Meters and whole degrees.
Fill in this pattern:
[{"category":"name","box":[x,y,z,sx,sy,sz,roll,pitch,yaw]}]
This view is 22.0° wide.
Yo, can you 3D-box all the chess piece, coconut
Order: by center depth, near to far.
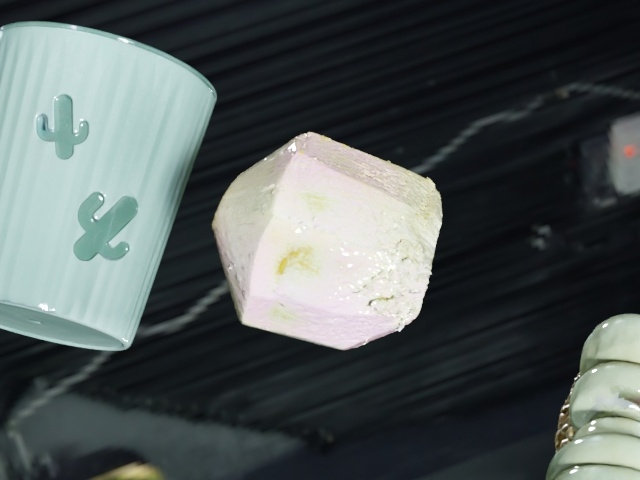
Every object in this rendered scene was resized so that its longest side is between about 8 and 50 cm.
[{"category":"chess piece","box":[0.277,0.172,1.524,0.243,0.133,0.133,-74,162,-44]},{"category":"coconut","box":[0.000,0.000,1.847,0.233,0.245,0.233,-163,-90,-82]}]

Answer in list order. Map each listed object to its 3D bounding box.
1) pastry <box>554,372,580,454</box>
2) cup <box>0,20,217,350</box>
[{"category":"pastry","box":[0.424,0.247,2.188,0.184,0.284,0.315,41,13,-9]},{"category":"cup","box":[-0.372,-0.081,2.208,0.310,0.401,0.392,53,49,-69]}]
